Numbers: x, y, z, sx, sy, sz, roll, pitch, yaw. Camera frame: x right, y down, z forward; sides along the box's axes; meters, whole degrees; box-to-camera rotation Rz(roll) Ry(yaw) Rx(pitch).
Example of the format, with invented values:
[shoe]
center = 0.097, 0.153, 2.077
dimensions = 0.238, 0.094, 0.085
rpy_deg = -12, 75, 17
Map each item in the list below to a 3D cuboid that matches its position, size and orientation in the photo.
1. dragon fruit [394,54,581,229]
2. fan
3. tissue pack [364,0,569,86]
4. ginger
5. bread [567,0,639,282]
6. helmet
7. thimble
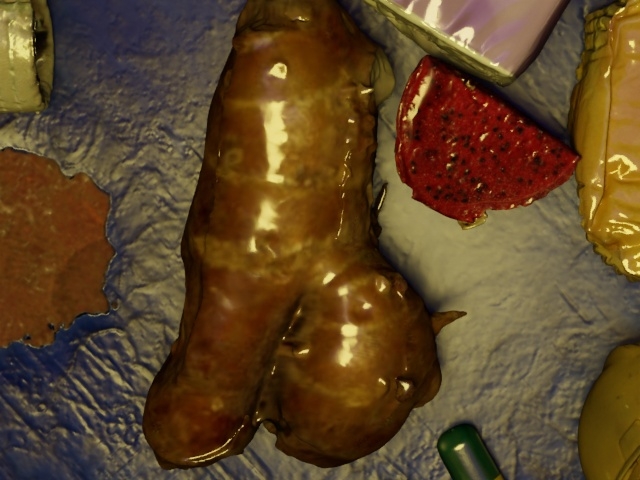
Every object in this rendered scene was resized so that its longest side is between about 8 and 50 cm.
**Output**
[dragon fruit]
center = 0.109, -0.076, 1.497
dimensions = 0.162, 0.083, 0.106
rpy_deg = 29, 101, -24
[fan]
center = 0.148, 0.229, 1.617
dimensions = 0.082, 0.039, 0.155
rpy_deg = -30, 91, 6
[tissue pack]
center = 0.170, -0.293, 1.475
dimensions = 0.160, 0.242, 0.338
rpy_deg = 30, 96, -1
[ginger]
center = 0.000, 0.000, 1.547
dimensions = 0.254, 0.176, 0.418
rpy_deg = 7, 97, -3
[bread]
center = 0.290, -0.084, 1.532
dimensions = 0.179, 0.133, 0.250
rpy_deg = -2, 90, 9
[helmet]
center = 0.289, 0.153, 1.548
dimensions = 0.205, 0.257, 0.140
rpy_deg = -19, 50, -16
[thimble]
center = -0.272, -0.163, 1.585
dimensions = 0.090, 0.102, 0.115
rpy_deg = -1, 136, 5
